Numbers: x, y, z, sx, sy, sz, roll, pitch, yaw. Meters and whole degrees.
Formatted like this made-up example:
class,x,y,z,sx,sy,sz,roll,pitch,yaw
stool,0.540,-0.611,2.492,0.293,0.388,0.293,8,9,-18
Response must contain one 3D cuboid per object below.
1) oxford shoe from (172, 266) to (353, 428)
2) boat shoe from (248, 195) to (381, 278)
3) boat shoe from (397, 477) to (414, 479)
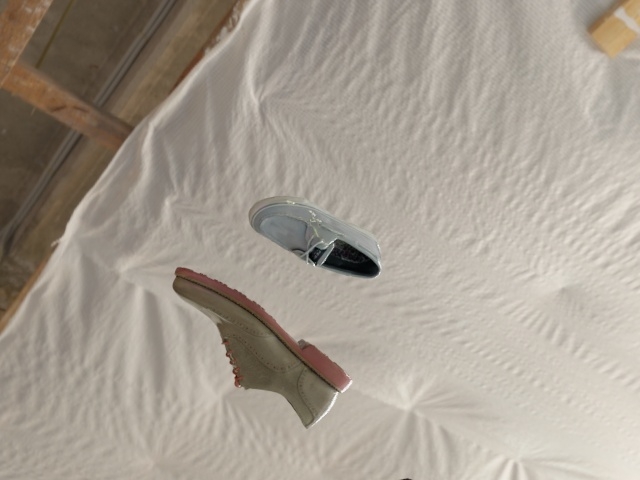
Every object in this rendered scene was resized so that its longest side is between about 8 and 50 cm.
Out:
class,x,y,z,sx,sy,sz,roll,pitch,yaw
oxford shoe,-0.117,0.175,1.189,0.348,0.123,0.130,36,-98,0
boat shoe,0.000,0.001,1.095,0.227,0.081,0.079,19,-60,-26
boat shoe,0.063,0.283,0.421,0.158,0.127,0.341,-25,-67,25
